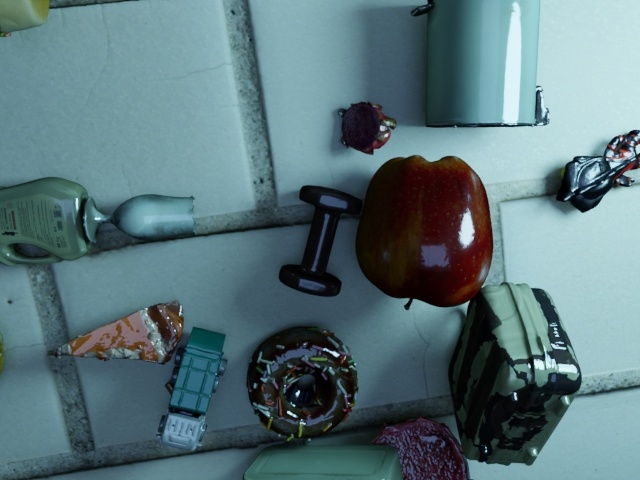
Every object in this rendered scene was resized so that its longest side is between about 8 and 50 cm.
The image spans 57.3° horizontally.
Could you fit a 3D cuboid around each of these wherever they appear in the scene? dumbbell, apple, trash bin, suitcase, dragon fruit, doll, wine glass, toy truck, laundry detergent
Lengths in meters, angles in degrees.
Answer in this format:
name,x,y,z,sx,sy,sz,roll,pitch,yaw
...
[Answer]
name,x,y,z,sx,sy,sz,roll,pitch,yaw
dumbbell,0.000,0.000,1.247,0.140,0.124,0.226,14,98,-8
apple,0.211,-0.013,1.188,0.288,0.288,0.317,9,82,-7
trash bin,0.319,-0.359,1.170,0.277,0.217,0.263,-1,99,-4
suitcase,0.393,0.256,1.231,0.193,0.339,0.352,4,131,-3
dragon fruit,0.250,0.503,1.363,0.161,0.126,0.274,-42,88,-6
doll,0.626,-0.150,1.311,0.248,0.088,0.127,-35,81,-8
wine glass,-0.369,-0.046,1.216,0.222,0.103,0.103,-1,100,-6
toy truck,-0.274,0.318,1.264,0.114,0.124,0.254,16,78,-7
laundry detergent,-0.607,-0.036,1.196,0.253,0.091,0.181,-3,106,-6
dragon fruit,0.102,-0.236,1.241,0.068,0.126,0.112,-4,96,-48

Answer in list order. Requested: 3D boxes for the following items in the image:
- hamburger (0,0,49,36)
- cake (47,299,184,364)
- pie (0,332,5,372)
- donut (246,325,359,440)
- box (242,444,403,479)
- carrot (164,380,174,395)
name,x,y,z,sx,sy,sz,roll,pitch,yaw
hamburger,-0.583,-0.508,1.021,0.170,0.302,0.302,-2,100,-13
cake,-0.431,0.221,1.254,0.287,0.098,0.135,-14,101,-4
pie,-0.824,0.223,1.224,0.315,0.092,0.315,-1,95,-8
donut,-0.038,0.323,1.311,0.269,0.103,0.270,-1,98,-5
box,0.030,0.642,1.286,0.351,0.177,0.344,-7,100,21
carrot,-0.316,0.357,1.324,0.032,0.032,0.093,-38,96,2
